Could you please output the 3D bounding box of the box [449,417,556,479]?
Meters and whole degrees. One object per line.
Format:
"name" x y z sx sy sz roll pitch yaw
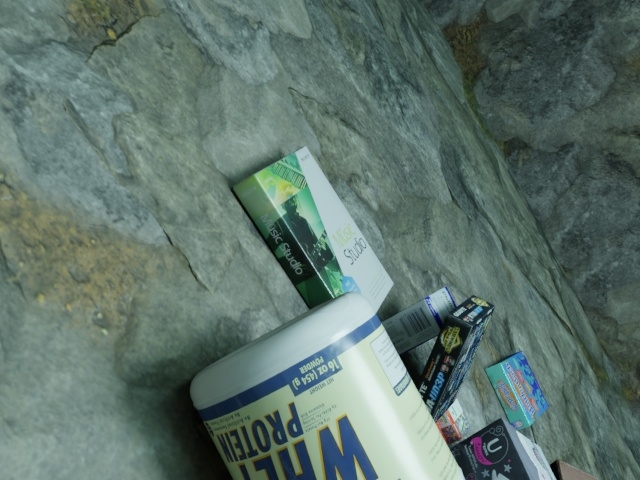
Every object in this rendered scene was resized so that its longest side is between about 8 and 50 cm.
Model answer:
"box" 0.348 0.470 1.108 0.163 0.142 0.247 39 23 -34

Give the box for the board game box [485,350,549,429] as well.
"board game box" 0.499 0.374 1.601 0.210 0.047 0.160 -1 65 -58

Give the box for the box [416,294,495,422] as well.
"box" 0.236 0.220 1.149 0.051 0.220 0.175 26 18 23

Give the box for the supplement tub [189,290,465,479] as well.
"supplement tub" 0.021 0.248 0.726 0.325 0.235 0.235 62 28 4

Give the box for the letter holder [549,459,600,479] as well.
"letter holder" 0.507 0.615 1.193 0.214 0.152 0.302 26 36 -10

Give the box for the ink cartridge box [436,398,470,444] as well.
"ink cartridge box" 0.249 0.355 1.224 0.115 0.029 0.063 -10 72 -61

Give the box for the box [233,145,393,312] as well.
"box" 0.000 0.000 1.123 0.322 0.058 0.232 56 28 -6

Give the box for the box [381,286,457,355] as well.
"box" 0.186 0.157 1.205 0.072 0.126 0.137 61 28 9
